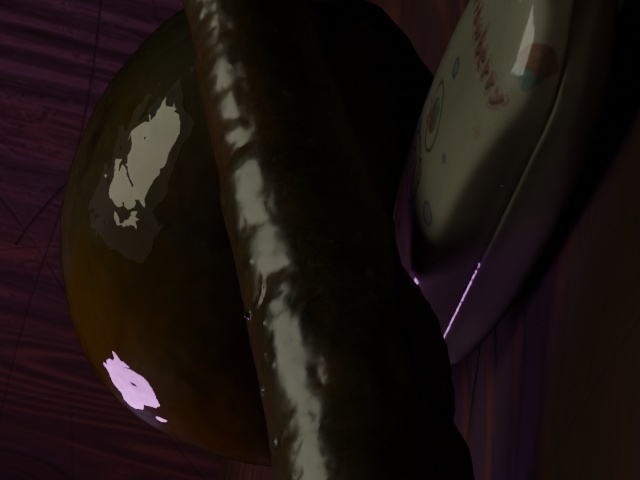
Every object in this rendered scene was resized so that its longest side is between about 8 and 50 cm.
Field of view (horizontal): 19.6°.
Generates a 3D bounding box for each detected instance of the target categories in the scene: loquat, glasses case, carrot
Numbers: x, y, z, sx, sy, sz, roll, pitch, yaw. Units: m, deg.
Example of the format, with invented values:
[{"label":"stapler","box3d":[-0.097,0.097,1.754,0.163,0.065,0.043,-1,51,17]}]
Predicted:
[{"label":"loquat","box3d":[-0.024,-0.005,0.800,0.227,0.179,0.179,87,-171,-46]},{"label":"glasses case","box3d":[0.059,-0.028,0.638,0.204,0.051,0.081,108,172,-55]},{"label":"carrot","box3d":[-0.001,0.001,0.635,0.070,0.070,0.342,110,152,-57]}]
